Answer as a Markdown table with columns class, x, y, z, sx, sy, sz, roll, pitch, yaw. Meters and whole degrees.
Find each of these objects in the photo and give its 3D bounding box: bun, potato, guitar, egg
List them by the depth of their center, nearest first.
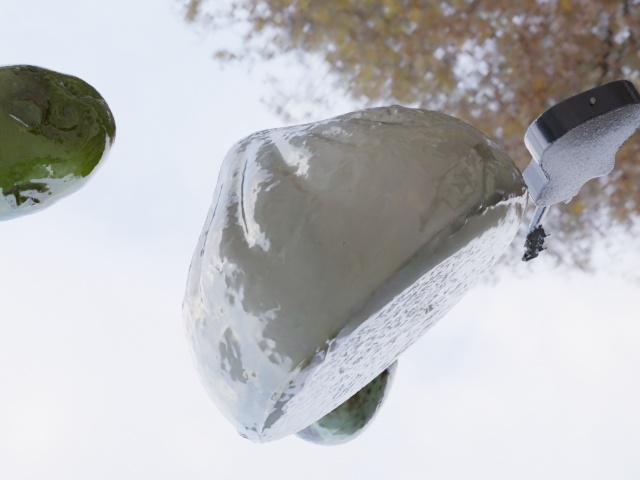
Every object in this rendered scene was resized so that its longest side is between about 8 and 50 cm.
| class | x | y | z | sx | sy | sz | roll | pitch | yaw |
| --- | --- | --- | --- | --- | --- | --- | --- | --- | --- |
| bun | 0.000 | 0.000 | 0.486 | 0.094 | 0.138 | 0.138 | 46 | -137 | 14 |
| guitar | 0.180 | -0.040 | 1.013 | 0.088 | 0.233 | 0.025 | -22 | -115 | -15 |
| potato | -0.312 | -0.091 | 1.287 | 0.186 | 0.253 | 0.149 | -45 | -60 | -70 |
| egg | 0.002 | 0.126 | 1.466 | 0.169 | 0.169 | 0.231 | 21 | -147 | -19 |
